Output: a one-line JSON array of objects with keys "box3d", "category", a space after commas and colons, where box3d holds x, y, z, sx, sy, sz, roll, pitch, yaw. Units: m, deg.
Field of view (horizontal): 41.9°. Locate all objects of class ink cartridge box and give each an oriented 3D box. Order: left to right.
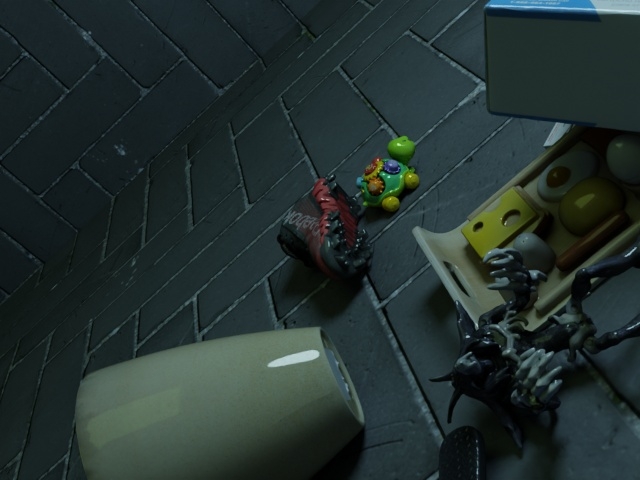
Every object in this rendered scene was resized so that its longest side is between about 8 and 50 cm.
[{"box3d": [0.320, -0.132, 1.069, 0.083, 0.028, 0.048, -3, 49, 57], "category": "ink cartridge box"}, {"box3d": [0.341, -0.248, 0.914, 0.223, 0.129, 0.307, 12, 40, 31], "category": "ink cartridge box"}]

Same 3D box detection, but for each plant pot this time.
[{"box3d": [-0.097, 0.214, 0.977, 0.274, 0.256, 0.256, -26, 27, 6], "category": "plant pot"}]

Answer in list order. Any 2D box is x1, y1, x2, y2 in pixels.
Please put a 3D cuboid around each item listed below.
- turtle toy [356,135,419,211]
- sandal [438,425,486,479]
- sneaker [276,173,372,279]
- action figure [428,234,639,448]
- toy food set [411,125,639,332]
[{"box3d": [0.108, -0.105, 1.327, 0.130, 0.066, 0.095, -49, 24, -8], "category": "turtle toy"}, {"box3d": [0.135, 0.248, 0.752, 0.067, 0.040, 0.179, -33, 27, 33], "category": "sandal"}, {"box3d": [0.000, 0.000, 1.297, 0.135, 0.097, 0.276, -39, 23, 14], "category": "sneaker"}, {"box3d": [0.205, 0.081, 0.773, 0.275, 0.141, 0.164, -32, 54, 19], "category": "action figure"}, {"box3d": [0.255, -0.051, 0.932, 0.306, 0.092, 0.220, -40, 33, 10], "category": "toy food set"}]
